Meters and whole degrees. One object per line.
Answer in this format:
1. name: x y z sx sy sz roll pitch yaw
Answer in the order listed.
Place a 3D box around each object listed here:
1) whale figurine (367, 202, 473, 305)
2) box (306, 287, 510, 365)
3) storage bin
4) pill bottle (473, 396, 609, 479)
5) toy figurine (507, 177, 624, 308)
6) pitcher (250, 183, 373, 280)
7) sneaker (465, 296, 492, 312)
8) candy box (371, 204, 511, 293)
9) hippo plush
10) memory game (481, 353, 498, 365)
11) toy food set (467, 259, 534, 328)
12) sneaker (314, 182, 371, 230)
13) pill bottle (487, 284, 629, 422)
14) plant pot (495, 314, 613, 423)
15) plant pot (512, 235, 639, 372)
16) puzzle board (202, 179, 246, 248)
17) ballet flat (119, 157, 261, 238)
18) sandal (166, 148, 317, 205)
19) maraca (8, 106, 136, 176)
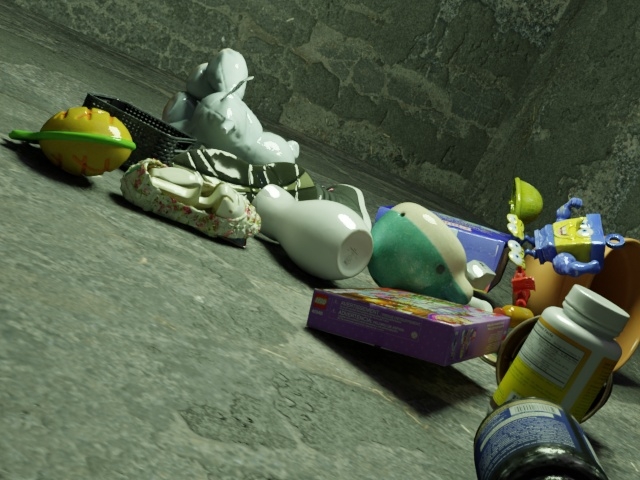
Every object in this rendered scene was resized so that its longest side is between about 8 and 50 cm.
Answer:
1. whale figurine: 0.169 0.069 1.572 0.216 0.141 0.272 38 -21 53
2. box: 0.134 0.115 1.324 0.201 0.057 0.293 14 4 25
3. storage bin: -0.321 -0.177 1.603 0.180 0.084 0.122 29 10 12
4. pill bottle: 0.215 0.241 0.902 0.123 0.123 0.219 28 11 1
5. toy figurine: 0.491 0.013 1.856 0.217 0.191 0.362 -6 31 15
6. pitcher: 0.000 0.000 1.555 0.207 0.125 0.178 25 -12 43
7. sneaker: 0.275 0.128 1.812 0.061 0.054 0.152 16 8 -31
8. candy box: 0.265 0.012 2.001 0.268 0.122 0.317 18 6 15
9. hippo plush: -0.146 -0.213 1.792 0.236 0.234 0.294 36 -28 -32
10. memory game: 0.343 0.220 1.633 0.186 0.012 0.186 28 10 -5
11. toy food set: 0.269 0.102 1.719 0.104 0.111 0.232 14 27 -50
12. sneaker: 0.008 -0.080 1.939 0.147 0.104 0.296 30 14 -19
13. pill bottle: 0.325 0.172 1.258 0.117 0.215 0.117 28 11 -6
14. plant pot: 0.367 0.204 1.411 0.167 0.167 0.165 34 4 27
15. plant pot: 0.552 0.122 2.001 0.291 0.291 0.203 18 -3 -44
16. puzzle board: -0.158 -0.046 1.495 0.096 0.011 0.128 25 32 -18
17. ballet flat: -0.182 -0.062 1.404 0.241 0.077 0.091 15 49 -30
18. sandal: -0.138 -0.083 1.631 0.302 0.086 0.120 5 66 -40
19. maraca: -0.359 -0.144 1.353 0.185 0.099 0.127 5 -4 16
